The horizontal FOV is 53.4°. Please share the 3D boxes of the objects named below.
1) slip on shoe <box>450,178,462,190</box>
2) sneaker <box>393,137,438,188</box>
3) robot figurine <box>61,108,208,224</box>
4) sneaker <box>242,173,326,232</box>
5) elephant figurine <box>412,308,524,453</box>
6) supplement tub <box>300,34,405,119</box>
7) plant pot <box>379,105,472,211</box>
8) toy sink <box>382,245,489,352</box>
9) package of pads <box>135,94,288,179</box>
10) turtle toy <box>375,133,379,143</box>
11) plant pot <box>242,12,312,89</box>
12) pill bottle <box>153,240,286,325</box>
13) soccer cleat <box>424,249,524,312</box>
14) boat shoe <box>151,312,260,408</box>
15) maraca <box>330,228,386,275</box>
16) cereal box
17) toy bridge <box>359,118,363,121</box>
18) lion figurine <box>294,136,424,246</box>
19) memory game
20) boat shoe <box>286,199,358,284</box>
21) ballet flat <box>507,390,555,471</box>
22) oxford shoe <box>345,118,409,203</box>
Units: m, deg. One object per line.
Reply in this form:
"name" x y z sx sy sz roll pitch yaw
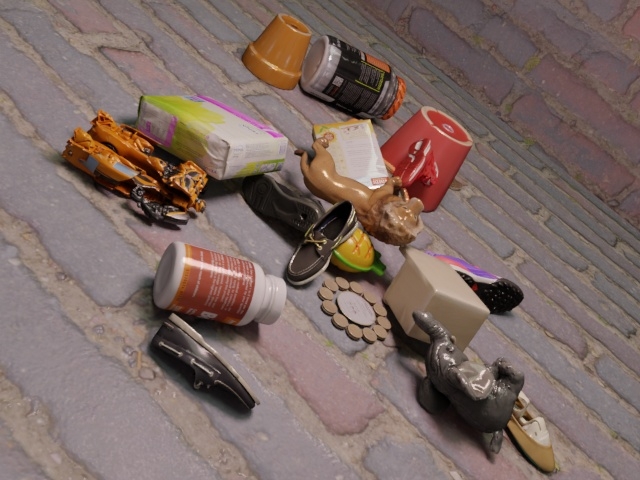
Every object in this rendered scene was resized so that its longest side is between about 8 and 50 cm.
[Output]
"slip on shoe" 0.456 -0.214 2.247 0.136 0.041 0.051 15 36 -31
"sneaker" 0.286 -0.185 1.797 0.128 0.087 0.221 58 45 -25
"robot figurine" -0.361 -0.145 1.308 0.291 0.085 0.211 29 32 -10
"sneaker" -0.079 -0.085 1.513 0.228 0.087 0.130 28 4 20
"elephant figurine" 0.274 0.279 1.286 0.240 0.169 0.186 26 11 -22
"supplement tub" 0.116 -0.558 2.227 0.338 0.207 0.207 19 34 -26
"plant pot" 0.328 -0.266 1.998 0.275 0.243 0.274 26 32 -17
"toy sink" 0.246 0.132 1.455 0.153 0.131 0.234 22 18 -23
"package of pads" -0.254 -0.247 1.472 0.297 0.101 0.229 30 25 25
"turtle toy" 0.149 -0.293 1.999 0.066 0.095 0.130 17 35 -18
"plant pot" -0.128 -0.638 2.115 0.205 0.188 0.205 25 32 -17
"pill bottle" -0.176 0.085 1.136 0.216 0.121 0.121 18 35 -27
"soccer cleat" 0.408 0.105 1.703 0.319 0.108 0.116 17 31 -24
"boat shoe" -0.187 0.209 1.035 0.206 0.075 0.065 43 74 3
"maraca" 0.083 0.025 1.496 0.186 0.099 0.127 21 39 -36
"cereal box" 0.084 -0.224 1.767 0.173 0.047 0.240 -7 62 -12
"toy bridge" 0.123 -0.370 2.151 0.063 0.026 0.188 29 31 -6
"lion figurine" 0.074 -0.116 1.552 0.393 0.142 0.240 22 29 11
"memory game" 0.075 0.150 1.399 0.186 0.012 0.186 25 31 -17
"boat shoe" 0.000 0.000 1.385 0.081 0.068 0.227 27 58 25
"ballet flat" 0.434 0.383 1.369 0.080 0.073 0.232 -6 50 -48
"oxford shoe" 0.131 -0.186 1.851 0.133 0.130 0.363 -25 67 -21
